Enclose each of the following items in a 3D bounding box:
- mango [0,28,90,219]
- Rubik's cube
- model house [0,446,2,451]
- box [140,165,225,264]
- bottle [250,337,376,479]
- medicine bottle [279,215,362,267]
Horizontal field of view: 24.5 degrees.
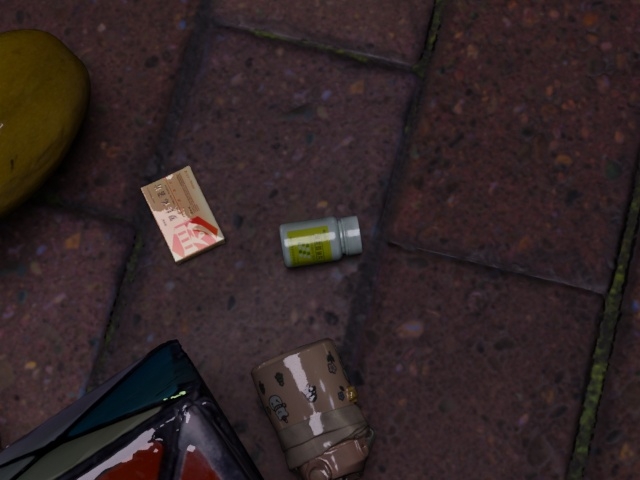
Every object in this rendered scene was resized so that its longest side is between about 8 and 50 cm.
[{"bbox_3d":[-0.367,-0.092,1.494,0.195,0.142,0.331,14,50,45],"label":"mango"},{"bbox_3d":[-0.161,0.297,1.279,0.307,0.310,0.305,-36,97,-5],"label":"Rubik's cube"},{"bbox_3d":[-0.376,0.200,1.436,0.100,0.149,0.127,-15,75,1],"label":"model house"},{"bbox_3d":[-0.146,-0.027,1.560,0.058,0.015,0.093,-25,74,-6],"label":"box"},{"bbox_3d":[-0.001,0.180,1.459,0.099,0.099,0.152,-23,83,-4],"label":"bottle"},{"bbox_3d":[0.000,0.000,1.529,0.083,0.047,0.047,-9,74,1],"label":"medicine bottle"}]
